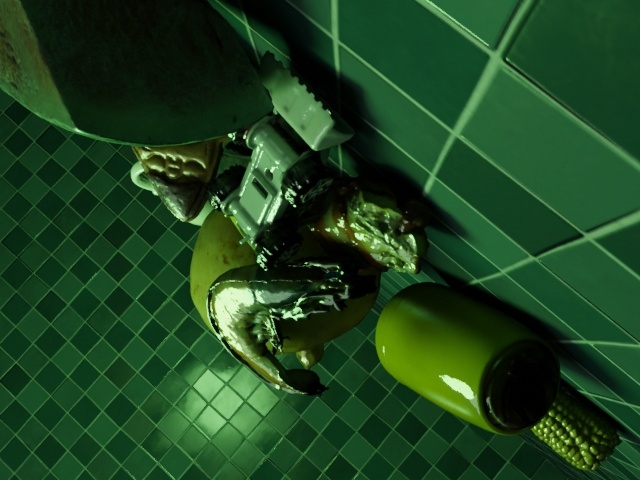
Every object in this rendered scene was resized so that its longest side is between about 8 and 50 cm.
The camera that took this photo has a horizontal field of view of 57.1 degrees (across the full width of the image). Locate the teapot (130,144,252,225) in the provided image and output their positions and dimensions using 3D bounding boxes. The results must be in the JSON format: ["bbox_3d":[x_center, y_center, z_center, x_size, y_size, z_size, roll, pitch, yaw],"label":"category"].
[{"bbox_3d":[-0.252,-0.131,1.262,0.139,0.298,0.204,-42,60,58],"label":"teapot"}]

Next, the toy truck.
[{"bbox_3d":[-0.043,-0.081,0.674,0.136,0.111,0.286,48,142,15],"label":"toy truck"}]

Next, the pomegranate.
[{"bbox_3d":[-0.048,0.061,1.012,0.342,0.342,0.342,41,175,4],"label":"pomegranate"}]

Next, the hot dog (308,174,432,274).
[{"bbox_3d":[0.064,-0.024,0.754,0.213,0.103,0.146,3,131,57],"label":"hot dog"}]

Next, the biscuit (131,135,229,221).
[{"bbox_3d":[-0.178,-0.158,0.711,0.183,0.280,0.043,4,-166,14],"label":"biscuit"}]

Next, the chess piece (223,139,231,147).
[{"bbox_3d":[-0.252,-0.252,0.800,0.330,0.182,0.182,47,174,-8],"label":"chess piece"}]

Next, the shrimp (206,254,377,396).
[{"bbox_3d":[-0.029,0.123,0.807,0.222,0.290,0.054,64,-146,-13],"label":"shrimp"}]

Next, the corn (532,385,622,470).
[{"bbox_3d":[0.355,0.256,0.983,0.291,0.101,0.101,43,176,19],"label":"corn"}]

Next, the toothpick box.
[{"bbox_3d":[0.213,0.170,0.867,0.175,0.175,0.271,43,171,-22],"label":"toothpick box"}]

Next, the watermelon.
[{"bbox_3d":[-0.175,-0.201,0.523,0.261,0.213,0.201,38,136,22],"label":"watermelon"}]

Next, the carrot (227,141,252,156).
[{"bbox_3d":[-0.182,-0.201,1.385,0.224,0.057,0.057,38,178,-34],"label":"carrot"}]
